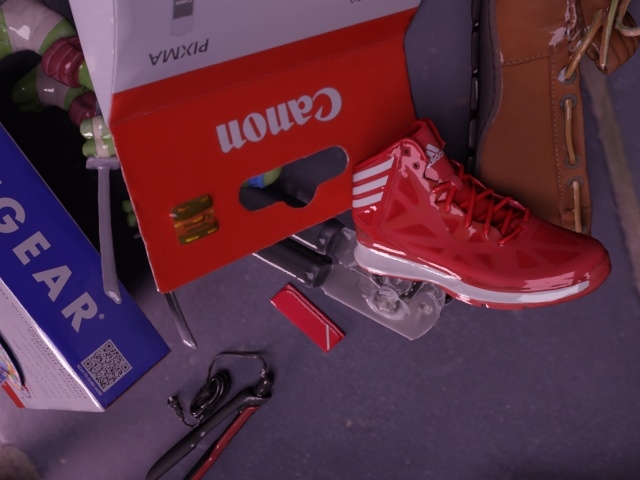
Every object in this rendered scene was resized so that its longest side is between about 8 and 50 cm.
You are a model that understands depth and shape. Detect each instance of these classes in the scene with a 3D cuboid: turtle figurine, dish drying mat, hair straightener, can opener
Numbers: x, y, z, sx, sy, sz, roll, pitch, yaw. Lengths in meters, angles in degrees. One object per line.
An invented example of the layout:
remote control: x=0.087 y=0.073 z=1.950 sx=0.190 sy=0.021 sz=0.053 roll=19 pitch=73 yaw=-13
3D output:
turtle figurine: x=-0.185 y=-0.072 z=0.727 sx=0.266 sy=0.198 sz=0.275 roll=34 pitch=103 yaw=16
dish drying mat: x=-0.014 y=0.082 z=0.891 sx=0.083 sy=0.008 sz=0.032 roll=43 pitch=115 yaw=-7
hair straightener: x=-0.135 y=0.204 z=0.947 sx=0.089 sy=0.047 sz=0.230 roll=38 pitch=115 yaw=-5
can opener: x=0.000 y=0.000 z=0.827 sx=0.283 sy=0.095 sz=0.076 roll=28 pitch=116 yaw=14

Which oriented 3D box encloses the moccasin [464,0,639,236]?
moccasin: x=0.193 y=-0.166 z=0.669 sx=0.147 sy=0.139 sz=0.380 roll=3 pitch=113 yaw=10

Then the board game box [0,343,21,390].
board game box: x=-0.367 y=0.094 z=0.836 sx=0.168 sy=0.033 sz=0.133 roll=24 pitch=141 yaw=33

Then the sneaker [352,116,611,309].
sneaker: x=0.113 y=-0.026 z=0.665 sx=0.221 sy=0.087 sz=0.128 roll=5 pitch=123 yaw=30

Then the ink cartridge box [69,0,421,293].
ink cartridge box: x=-0.024 y=-0.183 z=0.626 sx=0.091 sy=0.308 sz=0.385 roll=12 pitch=120 yaw=50

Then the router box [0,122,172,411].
router box: x=-0.325 y=0.008 z=0.803 sx=0.335 sy=0.082 sz=0.301 roll=55 pitch=148 yaw=-12
